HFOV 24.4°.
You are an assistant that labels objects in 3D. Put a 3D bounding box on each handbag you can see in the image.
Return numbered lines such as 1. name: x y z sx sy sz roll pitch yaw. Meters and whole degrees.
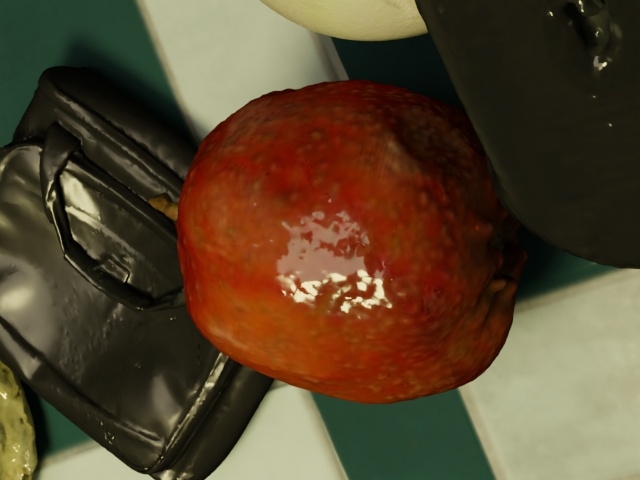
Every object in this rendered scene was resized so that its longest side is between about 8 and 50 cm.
1. handbag: -0.148 0.030 1.102 0.275 0.088 0.244 40 118 18

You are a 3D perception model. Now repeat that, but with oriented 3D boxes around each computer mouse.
1. computer mouse: 0.146 -0.122 0.766 0.183 0.116 0.323 -9 128 25

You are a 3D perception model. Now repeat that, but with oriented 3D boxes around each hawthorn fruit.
1. hawthorn fruit: 0.000 0.000 0.922 0.253 0.205 0.205 3 106 24

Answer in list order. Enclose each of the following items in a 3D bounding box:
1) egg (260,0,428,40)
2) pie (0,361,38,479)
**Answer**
1. egg: 0.009 -0.254 0.861 0.264 0.174 0.286 -28 85 31
2. pie: -0.383 0.154 1.286 0.339 0.083 0.340 9 107 32
